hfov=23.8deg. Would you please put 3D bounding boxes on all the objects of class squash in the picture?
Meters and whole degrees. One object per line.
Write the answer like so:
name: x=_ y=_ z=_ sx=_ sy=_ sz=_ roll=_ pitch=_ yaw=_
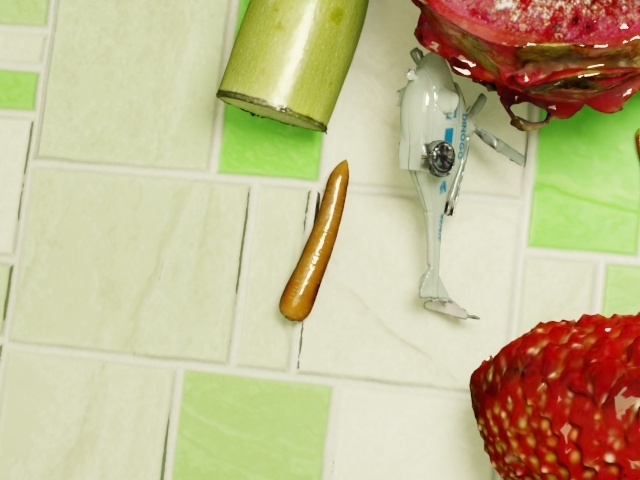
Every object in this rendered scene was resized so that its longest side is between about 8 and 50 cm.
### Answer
squash: x=-0.018 y=-0.251 z=1.663 sx=0.132 sy=0.132 sz=0.247 roll=16 pitch=86 yaw=14

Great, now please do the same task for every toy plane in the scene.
toy plane: x=0.112 y=-0.059 z=1.602 sx=0.182 sy=0.107 sz=0.273 roll=33 pitch=115 yaw=41

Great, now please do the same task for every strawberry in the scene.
strawberry: x=0.317 y=0.209 z=1.475 sx=0.343 sy=0.292 sz=0.292 roll=-12 pitch=79 yaw=28

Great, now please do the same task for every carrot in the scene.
carrot: x=0.000 y=0.000 z=1.674 sx=0.037 sy=0.037 sz=0.190 roll=19 pitch=82 yaw=14

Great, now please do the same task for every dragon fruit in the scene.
dragon fruit: x=0.246 y=-0.290 z=1.548 sx=0.386 sy=0.249 sz=0.371 roll=39 pitch=72 yaw=24

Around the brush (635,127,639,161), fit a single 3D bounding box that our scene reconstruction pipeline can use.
brush: x=0.350 y=-0.080 z=1.619 sx=0.021 sy=0.019 sz=0.083 roll=-5 pitch=81 yaw=1
